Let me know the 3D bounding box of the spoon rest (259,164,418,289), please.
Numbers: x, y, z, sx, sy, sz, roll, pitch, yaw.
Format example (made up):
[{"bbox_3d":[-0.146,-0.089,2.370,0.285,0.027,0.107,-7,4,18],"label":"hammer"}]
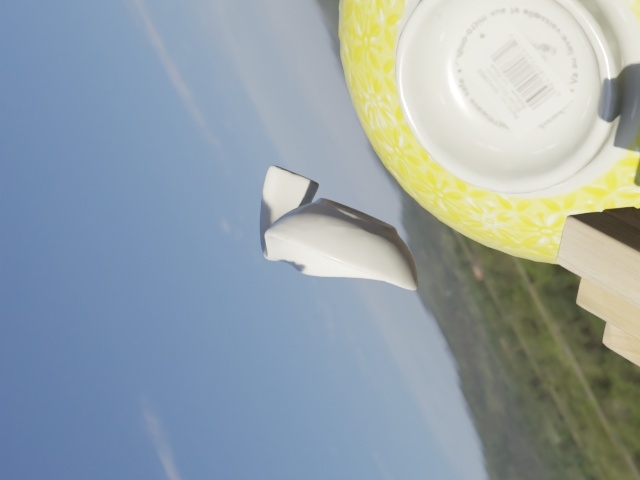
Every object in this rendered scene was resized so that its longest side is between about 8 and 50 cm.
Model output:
[{"bbox_3d":[0.000,0.000,1.293,0.137,0.084,0.276,20,-173,-19],"label":"spoon rest"}]

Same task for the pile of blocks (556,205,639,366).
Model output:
[{"bbox_3d":[0.251,0.090,0.512,0.149,0.362,0.113,-25,-51,-56],"label":"pile of blocks"}]

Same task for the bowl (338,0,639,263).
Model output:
[{"bbox_3d":[0.121,-0.102,0.766,0.289,0.289,0.156,62,-147,-8],"label":"bowl"}]
